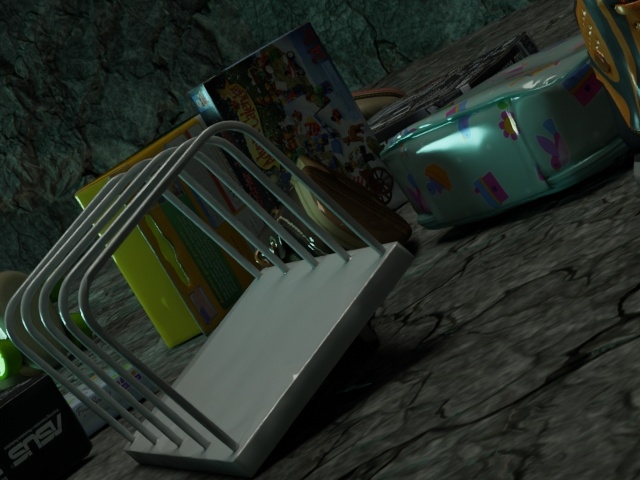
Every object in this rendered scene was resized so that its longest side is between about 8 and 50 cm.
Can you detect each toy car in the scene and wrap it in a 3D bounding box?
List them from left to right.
[{"bbox_3d":[-0.433,0.142,2.335,0.155,0.149,0.188,-20,-15,-48],"label":"toy car"}]

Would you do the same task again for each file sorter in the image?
[{"bbox_3d":[-0.100,0.041,1.270,0.193,0.173,0.278,-52,13,-18],"label":"file sorter"}]

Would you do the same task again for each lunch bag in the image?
[{"bbox_3d":[0.208,-0.112,1.541,0.224,0.107,0.279,-32,7,-35],"label":"lunch bag"}]

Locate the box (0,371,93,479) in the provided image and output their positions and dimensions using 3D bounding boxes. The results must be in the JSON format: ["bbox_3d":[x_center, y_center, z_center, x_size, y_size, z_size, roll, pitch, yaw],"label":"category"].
[{"bbox_3d":[-0.430,0.276,1.493,0.318,0.097,0.395,-23,10,43],"label":"box"}]

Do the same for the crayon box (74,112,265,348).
[{"bbox_3d":[-0.153,-0.015,1.949,0.083,0.203,0.323,-28,7,23],"label":"crayon box"}]

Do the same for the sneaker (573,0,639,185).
[{"bbox_3d":[0.266,-0.135,1.161,0.125,0.180,0.321,-33,8,-22],"label":"sneaker"}]

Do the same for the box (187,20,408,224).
[{"bbox_3d":[-0.021,-0.105,1.915,0.159,0.233,0.044,-35,8,-29],"label":"box"}]

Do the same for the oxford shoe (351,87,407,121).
[{"bbox_3d":[-0.009,-0.101,2.480,0.348,0.123,0.130,-29,33,-2],"label":"oxford shoe"}]

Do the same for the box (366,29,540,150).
[{"bbox_3d":[0.148,-0.155,2.222,0.242,0.076,0.307,-27,8,26],"label":"box"}]

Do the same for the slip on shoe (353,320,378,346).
[{"bbox_3d":[0.015,0.061,1.346,0.041,0.051,0.135,-25,4,-1],"label":"slip on shoe"}]

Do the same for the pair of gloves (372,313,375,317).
[{"bbox_3d":[0.006,0.076,1.448,0.083,0.010,0.074,-32,7,-9],"label":"pair of gloves"}]

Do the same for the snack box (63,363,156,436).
[{"bbox_3d":[-0.240,0.172,1.674,0.141,0.037,0.100,-34,9,-30],"label":"snack box"}]

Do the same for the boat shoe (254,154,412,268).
[{"bbox_3d":[0.000,0.000,1.693,0.123,0.123,0.342,-60,11,6],"label":"boat shoe"}]
